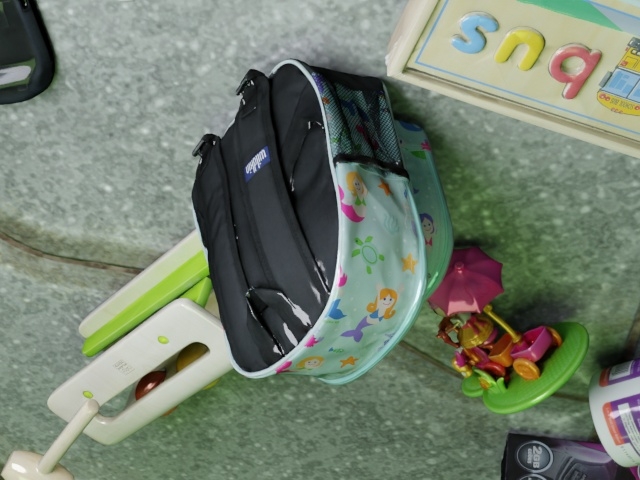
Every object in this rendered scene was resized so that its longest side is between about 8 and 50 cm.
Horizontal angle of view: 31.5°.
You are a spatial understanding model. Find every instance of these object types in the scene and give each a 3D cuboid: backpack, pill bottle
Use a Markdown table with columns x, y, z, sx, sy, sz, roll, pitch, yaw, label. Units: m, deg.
| x | y | z | sx | sy | sz | roll | pitch | yaw | label |
| --- | --- | --- | --- | --- | --- | --- | --- | --- | --- |
| 0.000 | 0.000 | 1.006 | 0.191 | 0.253 | 0.225 | 15 | 138 | -30 | backpack |
| 0.386 | 0.160 | 1.170 | 0.193 | 0.108 | 0.108 | -23 | 125 | 31 | pill bottle |

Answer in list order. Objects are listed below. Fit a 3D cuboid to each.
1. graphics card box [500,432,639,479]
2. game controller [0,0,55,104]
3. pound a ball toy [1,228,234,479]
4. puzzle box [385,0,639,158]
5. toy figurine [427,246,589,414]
| x | y | z | sx | sy | sz | roll | pitch | yaw | label |
| --- | --- | --- | --- | --- | --- | --- | --- | --- | --- |
| 0.382 | 0.352 | 1.270 | 0.371 | 0.233 | 0.094 | 5 | 139 | 9 | graphics card box |
| -0.349 | -0.246 | 0.992 | 0.166 | 0.067 | 0.319 | -10 | 133 | 3 | game controller |
| -0.186 | 0.154 | 1.227 | 0.136 | 0.208 | 0.319 | 37 | 130 | -21 | pound a ball toy |
| 0.285 | -0.177 | 0.875 | 0.409 | 0.052 | 0.272 | 15 | 136 | -11 | puzzle box |
| 0.161 | 0.078 | 1.165 | 0.159 | 0.130 | 0.173 | 49 | 151 | -14 | toy figurine |
